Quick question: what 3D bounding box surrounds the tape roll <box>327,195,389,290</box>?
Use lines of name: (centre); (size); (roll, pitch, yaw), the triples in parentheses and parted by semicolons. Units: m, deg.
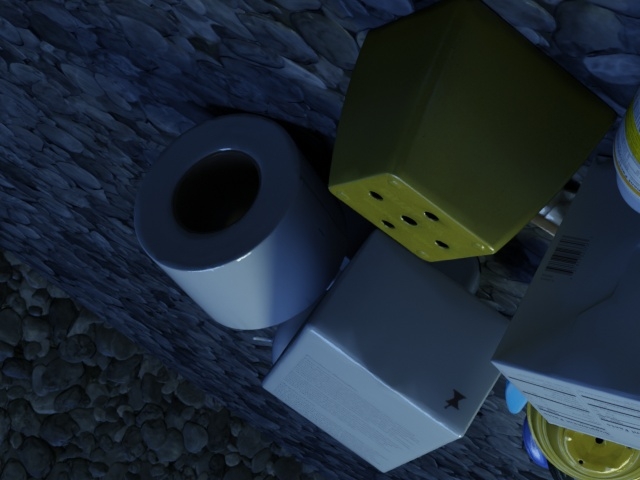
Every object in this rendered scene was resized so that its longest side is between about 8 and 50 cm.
tape roll: (0.000, 0.000, 2.184); (0.219, 0.072, 0.219); (27, 163, 9)

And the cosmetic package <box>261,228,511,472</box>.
cosmetic package: (0.080, 0.160, 1.963); (0.230, 0.161, 0.453); (35, 163, 0)

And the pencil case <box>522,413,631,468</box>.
pencil case: (0.456, 0.320, 2.280); (0.306, 0.119, 0.133); (8, 130, 52)

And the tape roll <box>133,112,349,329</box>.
tape roll: (-0.105, -0.025, 1.990); (0.246, 0.246, 0.169); (18, 159, 33)

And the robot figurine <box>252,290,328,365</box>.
robot figurine: (0.069, 0.200, 2.423); (0.353, 0.200, 0.300); (20, -171, 25)

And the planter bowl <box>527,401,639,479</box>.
planter bowl: (0.388, 0.259, 2.047); (0.217, 0.217, 0.090); (27, -157, 6)

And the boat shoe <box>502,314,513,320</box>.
boat shoe: (0.262, 0.152, 2.206); (0.219, 0.078, 0.070); (24, 163, 43)

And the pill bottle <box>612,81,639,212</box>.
pill bottle: (0.328, -0.093, 1.329); (0.117, 0.118, 0.208); (27, 162, 8)

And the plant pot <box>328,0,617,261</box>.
plant pot: (0.131, -0.096, 1.515); (0.212, 0.187, 0.212); (36, 162, -19)

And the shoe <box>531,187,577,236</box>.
shoe: (0.206, -0.074, 1.697); (0.219, 0.058, 0.076); (31, -166, 9)

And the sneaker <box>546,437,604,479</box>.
sneaker: (0.367, 0.298, 2.194); (0.124, 0.107, 0.283); (-5, 103, 60)

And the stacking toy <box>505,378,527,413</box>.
stacking toy: (0.403, 0.163, 1.920); (0.301, 0.166, 0.175); (17, 148, 0)

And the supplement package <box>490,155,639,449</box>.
supplement package: (0.338, 0.068, 1.521); (0.204, 0.262, 0.145); (12, 155, 44)

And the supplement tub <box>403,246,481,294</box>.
supplement tub: (0.154, 0.066, 2.052); (0.117, 0.117, 0.190); (27, 162, 7)
